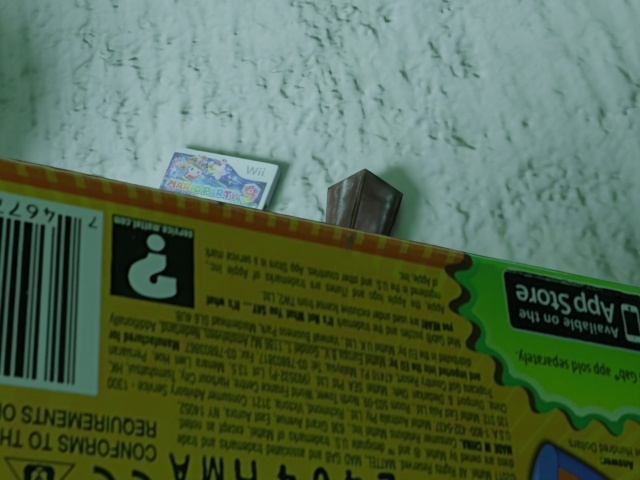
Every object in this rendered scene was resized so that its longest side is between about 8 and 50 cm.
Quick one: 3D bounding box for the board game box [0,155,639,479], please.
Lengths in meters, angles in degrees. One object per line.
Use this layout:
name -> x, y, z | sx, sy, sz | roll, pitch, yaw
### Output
board game box -> -0.084, 0.220, 0.497 | 0.357, 0.356, 0.356 | 11, 59, -26

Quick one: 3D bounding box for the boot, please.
boot -> 0.000, 0.000, 0.874 | 0.106, 0.037, 0.114 | 9, 66, 2

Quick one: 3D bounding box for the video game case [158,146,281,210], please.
video game case -> -0.089, -0.011, 0.915 | 0.087, 0.011, 0.122 | 11, 64, 18
